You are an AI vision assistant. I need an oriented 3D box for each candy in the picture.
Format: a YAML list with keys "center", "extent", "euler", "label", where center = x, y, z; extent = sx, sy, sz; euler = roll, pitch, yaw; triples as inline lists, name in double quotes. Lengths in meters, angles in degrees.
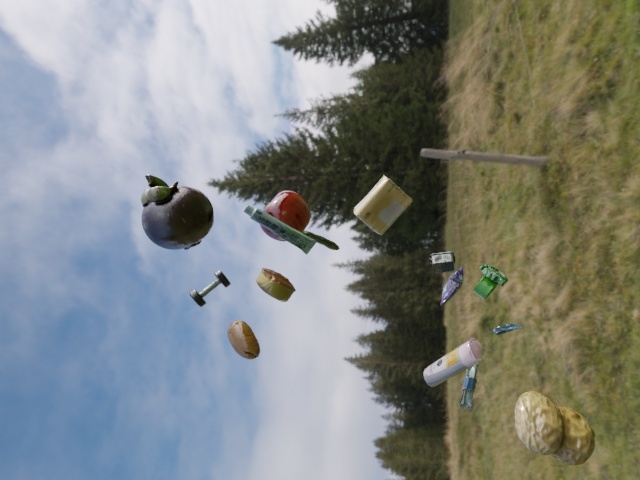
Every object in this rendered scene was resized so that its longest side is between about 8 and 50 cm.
- center: [0.659, 0.227, 2.192]
  extent: [0.145, 0.070, 0.275]
  euler: [-59, -8, 25]
  label: "candy"

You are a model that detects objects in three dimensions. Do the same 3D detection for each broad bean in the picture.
- center: [0.001, -0.001, 2.360]
  extent: [0.065, 0.255, 0.046]
  euler: [-14, 54, 67]
  label: "broad bean"

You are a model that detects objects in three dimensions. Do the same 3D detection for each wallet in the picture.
- center: [0.677, 0.663, 1.992]
  extent: [0.141, 0.059, 0.202]
  euler: [53, -130, -58]
  label: "wallet"

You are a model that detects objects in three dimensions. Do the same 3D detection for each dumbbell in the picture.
- center: [-0.554, 0.240, 2.199]
  extent: [0.191, 0.100, 0.100]
  euler: [-38, -34, -14]
  label: "dumbbell"

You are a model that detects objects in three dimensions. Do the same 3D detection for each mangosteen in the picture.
- center: [-0.632, -0.133, 1.913]
  extent: [0.306, 0.306, 0.359]
  euler: [-54, -54, -67]
  label: "mangosteen"

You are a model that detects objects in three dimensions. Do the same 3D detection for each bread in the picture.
- center: [-0.318, 0.402, 1.773]
  extent: [0.114, 0.189, 0.077]
  euler: [-51, -32, 14]
  label: "bread"
- center: [-0.288, 0.285, 2.838]
  extent: [0.148, 0.270, 0.270]
  euler: [-56, -18, -2]
  label: "bread"

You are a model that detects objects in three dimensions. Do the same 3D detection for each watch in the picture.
- center: [0.774, 0.199, 2.046]
  extent: [0.165, 0.131, 0.152]
  euler: [-13, -41, -57]
  label: "watch"

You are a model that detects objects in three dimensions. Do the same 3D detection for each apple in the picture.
- center: [-0.174, -0.121, 2.200]
  extent: [0.216, 0.260, 0.260]
  euler: [41, -149, -10]
  label: "apple"

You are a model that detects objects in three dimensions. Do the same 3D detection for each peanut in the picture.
- center: [0.703, 0.563, 1.318]
  extent: [0.196, 0.233, 0.110]
  euler: [-67, -1, -47]
  label: "peanut"

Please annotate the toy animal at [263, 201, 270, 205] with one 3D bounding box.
- center: [-0.212, -0.198, 2.434]
  extent: [0.176, 0.217, 0.073]
  euler: [-68, -36, -77]
  label: "toy animal"

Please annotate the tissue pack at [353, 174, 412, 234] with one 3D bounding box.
- center: [0.277, -0.154, 1.956]
  extent: [0.186, 0.222, 0.090]
  euler: [37, -170, -28]
  label: "tissue pack"

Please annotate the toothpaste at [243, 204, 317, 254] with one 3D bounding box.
- center: [-0.156, -0.045, 1.667]
  extent: [0.074, 0.297, 0.048]
  euler: [-54, 11, 26]
  label: "toothpaste"

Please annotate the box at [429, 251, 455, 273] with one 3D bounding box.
- center: [0.600, 0.111, 2.143]
  extent: [0.069, 0.123, 0.084]
  euler: [-78, -26, -51]
  label: "box"

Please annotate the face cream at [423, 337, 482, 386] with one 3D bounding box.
- center: [0.525, 0.489, 1.739]
  extent: [0.269, 0.073, 0.107]
  euler: [-48, 14, 39]
  label: "face cream"

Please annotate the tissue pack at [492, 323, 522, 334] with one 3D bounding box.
- center: [0.623, 0.297, 1.477]
  extent: [0.138, 0.085, 0.027]
  euler: [26, -135, -75]
  label: "tissue pack"
